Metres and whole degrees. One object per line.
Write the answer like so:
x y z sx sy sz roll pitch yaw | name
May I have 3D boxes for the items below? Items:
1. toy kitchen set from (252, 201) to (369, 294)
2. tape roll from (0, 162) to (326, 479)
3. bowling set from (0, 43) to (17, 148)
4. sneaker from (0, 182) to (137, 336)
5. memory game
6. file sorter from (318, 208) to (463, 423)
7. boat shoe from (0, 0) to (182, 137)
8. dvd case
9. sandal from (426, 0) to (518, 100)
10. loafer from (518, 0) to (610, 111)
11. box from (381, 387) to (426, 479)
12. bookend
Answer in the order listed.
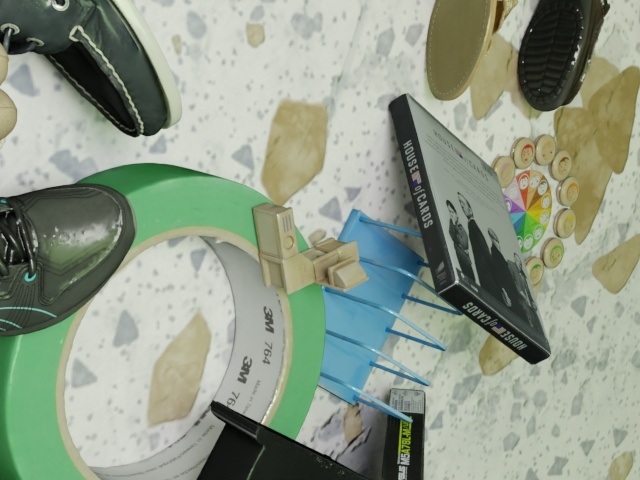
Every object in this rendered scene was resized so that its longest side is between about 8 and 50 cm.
0.000 0.000 1.011 0.083 0.068 0.075 -25 117 -37 | toy kitchen set
-0.137 0.098 1.012 0.321 0.077 0.321 -12 109 -40 | tape roll
-0.284 -0.126 0.741 0.154 0.287 0.200 -17 85 -29 | bowling set
-0.248 0.023 0.814 0.267 0.106 0.101 -22 81 -20 | sneaker
0.240 -0.031 1.368 0.186 0.012 0.186 -13 110 -40 | memory game
0.064 0.078 1.172 0.118 0.104 0.170 35 77 -43 | file sorter
-0.227 -0.183 0.818 0.113 0.127 0.340 -48 127 -21 | boat shoe
0.146 -0.013 1.170 0.179 0.029 0.239 35 33 -42 | dvd case
0.168 -0.255 1.189 0.079 0.088 0.240 2 95 -37 | sandal
0.282 -0.243 1.302 0.078 0.080 0.220 15 91 -43 | loafer
0.081 0.272 1.195 0.191 0.045 0.184 -75 169 -68 | box
-0.055 0.243 1.022 0.156 0.072 0.157 33 81 -40 | bookend
